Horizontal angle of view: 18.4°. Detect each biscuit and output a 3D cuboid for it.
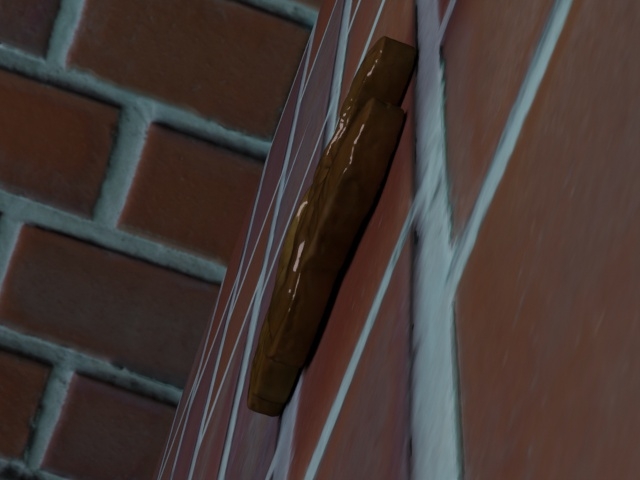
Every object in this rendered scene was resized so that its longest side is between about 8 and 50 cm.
[{"bbox_3d":[0.000,-0.001,1.113,0.144,0.040,0.236,-67,1,-55],"label":"biscuit"}]
